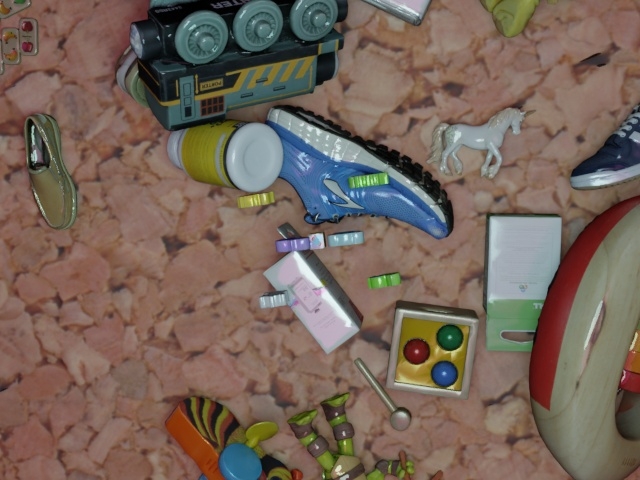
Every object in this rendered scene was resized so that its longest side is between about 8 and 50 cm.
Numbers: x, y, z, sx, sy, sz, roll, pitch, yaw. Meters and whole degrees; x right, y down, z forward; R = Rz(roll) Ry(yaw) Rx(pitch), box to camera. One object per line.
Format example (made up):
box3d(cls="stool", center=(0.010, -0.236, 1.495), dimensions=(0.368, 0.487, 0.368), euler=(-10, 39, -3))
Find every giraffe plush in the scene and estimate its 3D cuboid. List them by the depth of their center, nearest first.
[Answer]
box3d(cls="giraffe plush", center=(0.347, -0.405, 1.308), dimensions=(0.170, 0.210, 0.181), euler=(-13, 91, -23))

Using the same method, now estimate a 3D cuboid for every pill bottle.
box3d(cls="pill bottle", center=(-0.149, -0.133, 1.359), dimensions=(0.184, 0.103, 0.103), euler=(13, 99, 45))

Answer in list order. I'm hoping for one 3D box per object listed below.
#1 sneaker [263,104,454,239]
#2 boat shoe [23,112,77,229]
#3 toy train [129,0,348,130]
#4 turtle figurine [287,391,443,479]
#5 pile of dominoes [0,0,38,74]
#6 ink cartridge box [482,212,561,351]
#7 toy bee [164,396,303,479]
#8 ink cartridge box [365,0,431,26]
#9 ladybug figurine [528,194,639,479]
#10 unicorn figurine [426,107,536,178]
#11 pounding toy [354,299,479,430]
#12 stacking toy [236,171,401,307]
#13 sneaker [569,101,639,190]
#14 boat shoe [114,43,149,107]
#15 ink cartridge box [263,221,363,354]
box3d(cls="sneaker", center=(0.050, -0.081, 1.388), dimensions=(0.330, 0.130, 0.147), euler=(27, 108, 8))
box3d(cls="boat shoe", center=(-0.442, -0.107, 1.440), dimensions=(0.068, 0.072, 0.190), euler=(-14, 95, 6))
box3d(cls="toy train", center=(-0.113, -0.277, 1.305), dimensions=(0.334, 0.142, 0.190), euler=(-18, 134, -26))
box3d(cls="turtle figurine", center=(0.048, 0.358, 1.433), dimensions=(0.269, 0.087, 0.217), euler=(-22, 87, -19))
box3d(cls="pile of dominoes", center=(-0.582, -0.344, 1.446), dimensions=(0.251, 0.040, 0.196), euler=(-25, 93, 7))
box3d(cls="ink cartridge box", center=(0.309, 0.063, 1.395), dimensions=(0.109, 0.062, 0.209), euler=(1, 96, 4))
box3d(cls="toy bee", center=(-0.117, 0.378, 1.440), dimensions=(0.195, 0.162, 0.298), euler=(-26, 79, 38))
box3d(cls="ink cartridge box", center=(0.124, -0.452, 1.346), dimensions=(0.158, 0.092, 0.218), euler=(26, 96, 2))
box3d(cls="ladybug figurine", center=(0.428, 0.127, 1.308), dimensions=(0.162, 0.305, 0.449), euler=(21, 94, 48))
box3d(cls="unicorn figurine", center=(0.247, -0.151, 1.380), dimensions=(0.162, 0.060, 0.111), euler=(5, 97, 4))
box3d(cls="pounding toy", center=(0.141, 0.205, 1.409), dimensions=(0.181, 0.094, 0.206), euler=(7, 96, 4))
box3d(cls="stacking toy", center=(0.000, 0.000, 1.305), dimensions=(0.221, 0.052, 0.167), euler=(-9, 95, 7))
box3d(cls="sneaker", center=(0.484, -0.184, 1.335), dimensions=(0.282, 0.099, 0.153), euler=(-22, 98, 0))
box3d(cls="boat shoe", center=(-0.194, -0.336, 1.372), dimensions=(0.302, 0.113, 0.103), euler=(-42, 47, -9))
box3d(cls="ink cartridge box", center=(-0.020, 0.070, 1.399), dimensions=(0.067, 0.115, 0.198), euler=(-38, 90, 8))
